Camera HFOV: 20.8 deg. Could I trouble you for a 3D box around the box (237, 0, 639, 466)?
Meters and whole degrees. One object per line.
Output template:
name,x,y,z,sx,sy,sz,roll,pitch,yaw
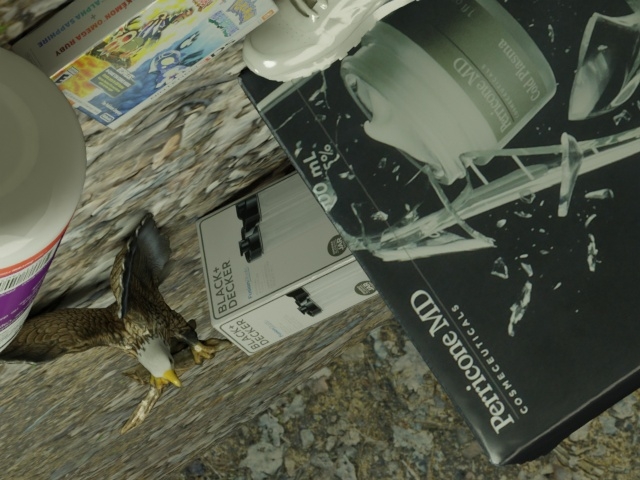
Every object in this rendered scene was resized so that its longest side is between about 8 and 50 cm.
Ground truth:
box,0.261,-0.100,1.780,0.472,0.480,0.297,-37,167,12

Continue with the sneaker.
sneaker,0.022,-0.237,1.585,0.235,0.090,0.095,-37,157,-5

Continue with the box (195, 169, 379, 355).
box,0.000,0.000,2.087,0.290,0.169,0.087,-25,141,19

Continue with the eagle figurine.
eagle figurine,-0.235,0.093,2.061,0.298,0.225,0.226,37,66,-48

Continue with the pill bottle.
pill bottle,-0.296,-0.007,1.347,0.181,0.181,0.323,-28,168,-29

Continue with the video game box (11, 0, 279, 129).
video game box,-0.137,-0.176,1.439,0.187,0.048,0.205,-38,169,5
